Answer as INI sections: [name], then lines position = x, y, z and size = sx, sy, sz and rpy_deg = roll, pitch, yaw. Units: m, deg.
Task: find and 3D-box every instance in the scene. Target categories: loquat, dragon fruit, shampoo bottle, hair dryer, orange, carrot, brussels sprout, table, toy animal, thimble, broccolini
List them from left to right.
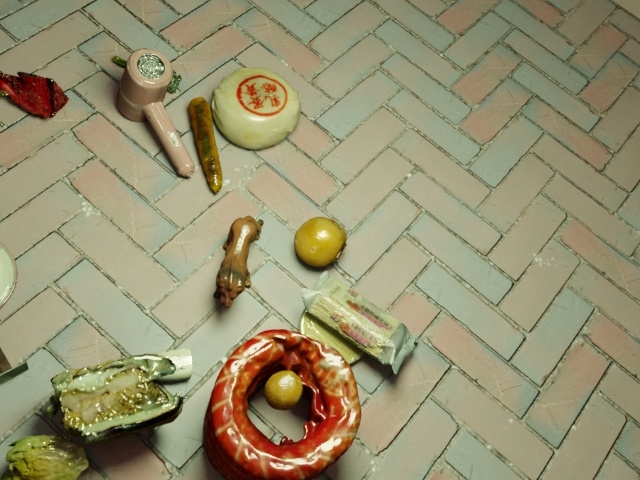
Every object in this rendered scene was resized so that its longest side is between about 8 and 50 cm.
[table]
position = -0.782, 0.271, 1.575
size = 0.175, 0.062, 0.146
rpy_deg = -29, 71, -28
[dragon fruit]
position = -0.810, -0.407, 1.914
size = 0.192, 0.122, 0.092
rpy_deg = 21, 74, -3
[brussels sprout]
position = -0.589, 0.484, 1.481
size = 0.181, 0.100, 0.139
rpy_deg = -8, 74, -18
[broccolini]
position = -0.520, -0.503, 2.060
size = 0.216, 0.067, 0.058
rpy_deg = 23, 21, 1
[shampoo bottle]
position = -0.383, 0.300, 1.653
size = 0.152, 0.045, 0.077
rpy_deg = -4, 65, -16
[hair dryer]
position = -0.432, -0.334, 1.918
size = 0.125, 0.210, 0.352
rpy_deg = -28, 85, -30
[carrot]
position = -0.321, -0.269, 1.976
size = 0.066, 0.066, 0.314
rpy_deg = -9, 67, -17
[toy animal]
position = -0.208, 0.039, 1.773
size = 0.097, 0.157, 0.312
rpy_deg = 14, 61, -6
[thimble]
position = -0.090, 0.389, 1.564
size = 0.351, 0.230, 0.349
rpy_deg = 5, 62, -10
[orange]
position = -0.076, 0.310, 1.436
size = 0.085, 0.085, 0.084
rpy_deg = 5, 61, -9
[loquat]
position = 0.000, 0.000, 1.853
size = 0.141, 0.141, 0.141
rpy_deg = 5, 61, -9

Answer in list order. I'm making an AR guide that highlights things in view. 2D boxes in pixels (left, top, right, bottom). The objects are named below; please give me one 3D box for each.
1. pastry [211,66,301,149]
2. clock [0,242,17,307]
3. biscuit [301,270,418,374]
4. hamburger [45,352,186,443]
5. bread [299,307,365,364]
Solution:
[pastry]
position = -0.189, -0.390, 2.031
size = 0.265, 0.133, 0.264
rpy_deg = 5, 57, -7
[clock]
position = -0.855, 0.091, 1.661
size = 0.245, 0.056, 0.244
rpy_deg = 5, 60, -9
[biscuit]
position = 0.100, 0.201, 1.772
size = 0.309, 0.079, 0.186
rpy_deg = 35, 26, 11
[hamburger]
position = -0.454, 0.351, 1.536
size = 0.288, 0.192, 0.167
rpy_deg = -11, 78, -19
[bread]
position = 0.018, 0.263, 1.768
size = 0.193, 0.036, 0.112
rpy_deg = 30, 60, 0
